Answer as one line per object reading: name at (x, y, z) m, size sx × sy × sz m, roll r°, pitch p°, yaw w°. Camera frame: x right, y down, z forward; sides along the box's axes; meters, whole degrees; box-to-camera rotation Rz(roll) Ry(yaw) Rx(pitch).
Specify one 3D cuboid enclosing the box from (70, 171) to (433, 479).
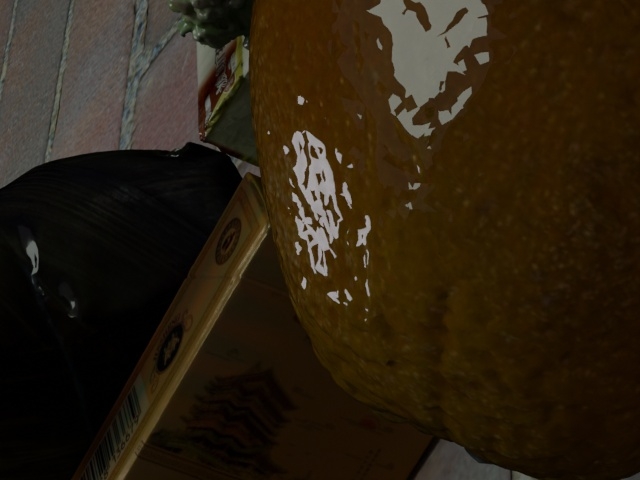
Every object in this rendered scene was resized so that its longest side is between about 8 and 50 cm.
box at (-0.029, 0.113, 1.233) m, size 0.274 × 0.174 × 0.076 m, roll -60°, pitch 26°, yaw 18°

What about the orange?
orange at (0.119, -0.066, 0.933) m, size 0.322 × 0.322 × 0.357 m, roll 24°, pitch 100°, yaw 66°

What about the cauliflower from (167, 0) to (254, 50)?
cauliflower at (0.021, -0.172, 1.374) m, size 0.239 × 0.256 × 0.315 m, roll -28°, pitch 75°, yaw 49°

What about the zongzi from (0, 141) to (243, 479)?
zongzi at (-0.262, 0.134, 1.341) m, size 0.208 × 0.432 × 0.403 m, roll 55°, pitch 144°, yaw 29°

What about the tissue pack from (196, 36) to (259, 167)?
tissue pack at (-0.034, -0.133, 1.541) m, size 0.099 × 0.106 × 0.149 m, roll -50°, pitch 29°, yaw 33°
